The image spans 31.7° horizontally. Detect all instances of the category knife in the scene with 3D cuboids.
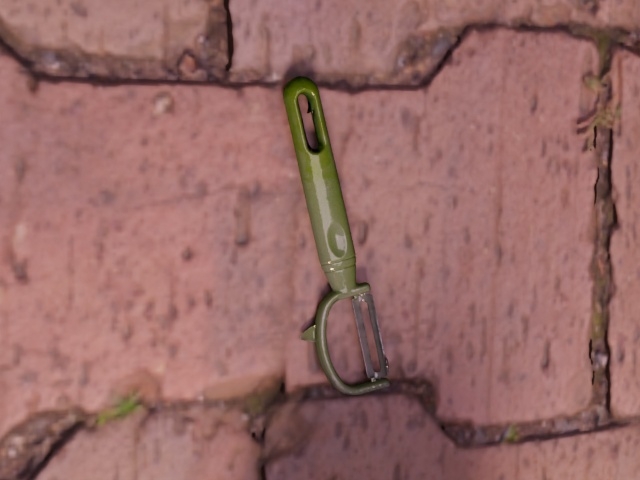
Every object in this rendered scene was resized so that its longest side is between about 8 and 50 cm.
[{"bbox_3d":[0.000,0.000,0.730,0.054,0.015,0.212,-14,97,-17],"label":"knife"}]
